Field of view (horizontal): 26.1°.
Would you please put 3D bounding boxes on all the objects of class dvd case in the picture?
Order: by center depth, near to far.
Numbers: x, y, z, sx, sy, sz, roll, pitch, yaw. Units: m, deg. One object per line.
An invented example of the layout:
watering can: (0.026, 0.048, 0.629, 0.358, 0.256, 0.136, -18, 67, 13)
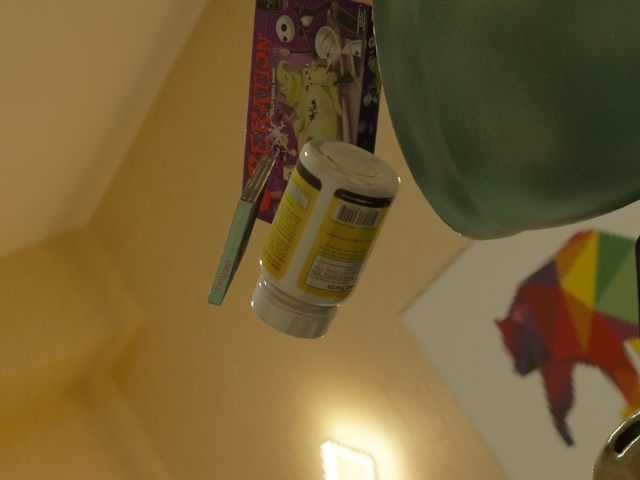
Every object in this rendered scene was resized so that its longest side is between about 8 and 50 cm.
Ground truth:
dvd case: (-0.060, -0.010, 1.064, 0.119, 0.013, 0.087, -69, -2, -70)

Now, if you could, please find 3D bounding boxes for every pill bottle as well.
pill bottle: (0.000, 0.000, 1.571, 0.119, 0.119, 0.208, -12, -49, -54)

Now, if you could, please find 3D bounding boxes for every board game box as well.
board game box: (-0.013, -0.174, 1.887, 0.056, 0.208, 0.347, -15, -61, -42)

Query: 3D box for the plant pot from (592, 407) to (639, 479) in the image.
plant pot: (0.485, 0.328, 1.599, 0.334, 0.334, 0.305, -40, -47, 25)

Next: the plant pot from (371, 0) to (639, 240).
plant pot: (0.187, -0.149, 0.905, 0.196, 0.293, 0.293, -2, 3, 31)

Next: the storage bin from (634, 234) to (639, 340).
storage bin: (0.389, 0.043, 1.264, 0.180, 0.122, 0.084, -2, 0, 27)
